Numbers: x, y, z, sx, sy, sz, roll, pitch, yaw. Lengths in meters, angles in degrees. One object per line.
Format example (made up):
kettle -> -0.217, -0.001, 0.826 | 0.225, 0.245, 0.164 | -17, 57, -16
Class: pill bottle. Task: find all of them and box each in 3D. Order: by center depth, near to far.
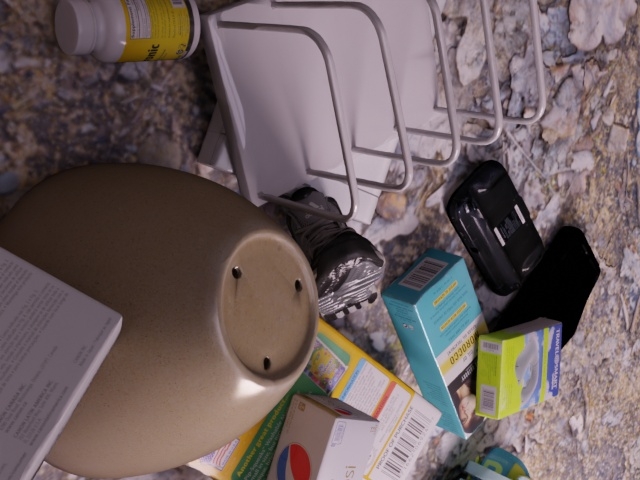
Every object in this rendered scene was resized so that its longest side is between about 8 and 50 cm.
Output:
pill bottle -> -0.171, -0.190, 0.818 | 0.116, 0.065, 0.065 | -12, 110, -38

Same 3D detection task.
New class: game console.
game console -> 0.285, 0.027, 1.293 | 0.213, 0.044, 0.361 | -52, 130, -20

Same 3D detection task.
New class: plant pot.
plant pot -> -0.115, 0.061, 0.791 | 0.284, 0.191, 0.284 | 15, 71, -52

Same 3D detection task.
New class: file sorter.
file sorter -> 0.060, -0.158, 0.893 | 0.278, 0.173, 0.192 | -29, 119, -31

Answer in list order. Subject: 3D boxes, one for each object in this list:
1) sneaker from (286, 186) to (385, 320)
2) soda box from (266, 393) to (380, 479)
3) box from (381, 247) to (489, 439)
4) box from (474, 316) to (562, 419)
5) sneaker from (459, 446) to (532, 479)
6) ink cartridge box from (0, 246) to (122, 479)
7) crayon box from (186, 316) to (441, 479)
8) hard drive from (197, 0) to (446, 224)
sneaker -> 0.000, 0.000, 0.920 | 0.086, 0.228, 0.132 | -23, 76, -5
soda box -> -0.015, 0.274, 0.967 | 0.069, 0.074, 0.216 | 16, 92, -42
box -> 0.167, 0.137, 1.207 | 0.100, 0.060, 0.244 | -41, 125, -25
box -> 0.273, 0.168, 1.244 | 0.178, 0.042, 0.109 | -7, 102, -47
sneaker -> 0.187, 0.384, 1.255 | 0.319, 0.127, 0.208 | 11, 97, -52
ink cartridge box -> -0.269, 0.068, 0.589 | 0.232, 0.066, 0.189 | 28, 45, -4
crayon box -> -0.015, 0.208, 1.053 | 0.323, 0.083, 0.203 | 42, 75, -41
hard drive -> 0.023, -0.215, 0.992 | 0.233, 0.047, 0.353 | 19, 89, -42
